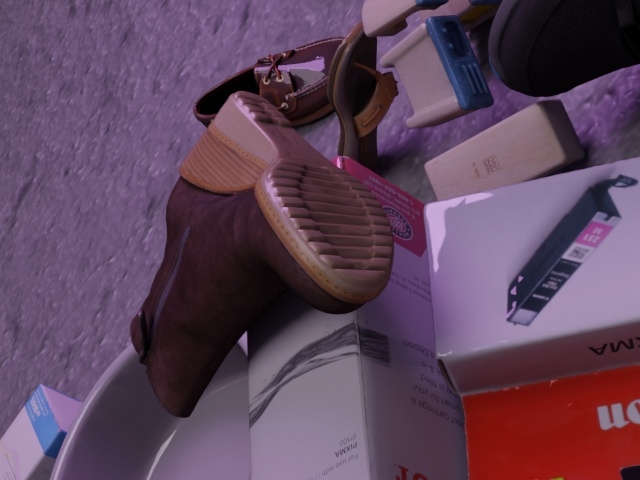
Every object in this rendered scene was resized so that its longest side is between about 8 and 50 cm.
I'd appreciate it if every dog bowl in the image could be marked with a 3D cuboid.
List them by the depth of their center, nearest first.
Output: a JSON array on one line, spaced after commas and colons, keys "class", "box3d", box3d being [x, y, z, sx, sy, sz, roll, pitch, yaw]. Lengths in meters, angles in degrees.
[{"class": "dog bowl", "box3d": [-0.114, 0.216, 1.164, 0.348, 0.102, 0.349, -30, 45, 35]}]

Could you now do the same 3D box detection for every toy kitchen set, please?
[{"class": "toy kitchen set", "box3d": [0.154, -0.144, 1.138, 0.122, 0.166, 0.207, -27, 83, 37]}]

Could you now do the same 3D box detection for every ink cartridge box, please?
[{"class": "ink cartridge box", "box3d": [0.208, 0.057, 0.829, 0.275, 0.060, 0.239, -12, 50, 13]}, {"class": "ink cartridge box", "box3d": [0.057, 0.113, 0.938, 0.117, 0.207, 0.283, -34, 42, 33]}, {"class": "ink cartridge box", "box3d": [-0.275, 0.236, 1.350, 0.143, 0.092, 0.090, -53, 35, 8]}]

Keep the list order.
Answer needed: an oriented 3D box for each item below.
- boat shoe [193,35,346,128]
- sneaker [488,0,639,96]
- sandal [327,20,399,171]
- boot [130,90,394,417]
[{"class": "boat shoe", "box3d": [-0.043, -0.154, 1.373, 0.207, 0.073, 0.073, -26, 45, 36]}, {"class": "sneaker", "box3d": [0.273, -0.181, 0.937, 0.340, 0.125, 0.140, -28, 57, 23]}, {"class": "sandal", "box3d": [0.044, -0.119, 1.189, 0.049, 0.180, 0.072, 19, 51, 21]}, {"class": "boot", "box3d": [-0.048, 0.037, 0.896, 0.207, 0.090, 0.248, -66, 31, 21]}]
